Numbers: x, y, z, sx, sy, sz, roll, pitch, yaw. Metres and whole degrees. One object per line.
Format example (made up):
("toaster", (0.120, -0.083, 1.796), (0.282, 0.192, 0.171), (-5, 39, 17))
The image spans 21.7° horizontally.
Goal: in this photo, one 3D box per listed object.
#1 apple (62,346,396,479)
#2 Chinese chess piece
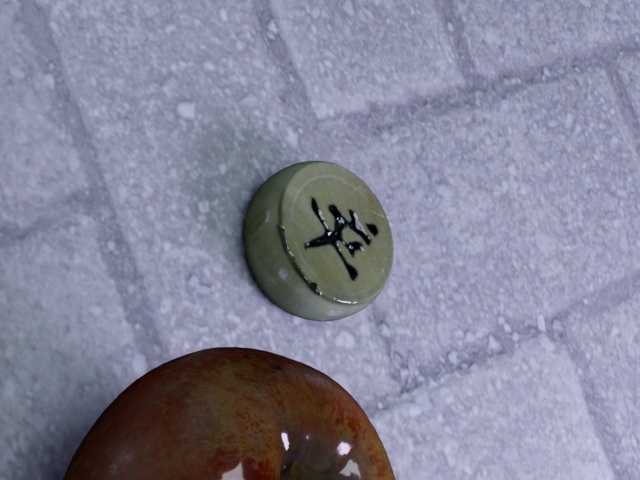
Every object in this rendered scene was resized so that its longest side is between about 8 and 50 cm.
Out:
("apple", (-0.089, 0.282, 1.620), (0.348, 0.277, 0.348), (20, 58, -37))
("Chinese chess piece", (0.000, 0.000, 1.943), (0.188, 0.083, 0.188), (17, 62, -35))
